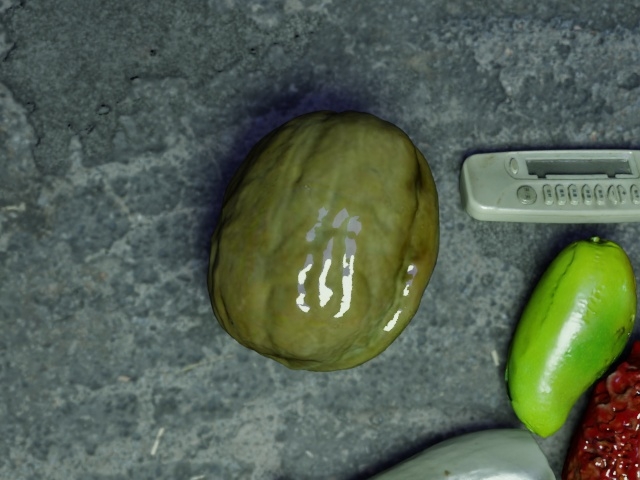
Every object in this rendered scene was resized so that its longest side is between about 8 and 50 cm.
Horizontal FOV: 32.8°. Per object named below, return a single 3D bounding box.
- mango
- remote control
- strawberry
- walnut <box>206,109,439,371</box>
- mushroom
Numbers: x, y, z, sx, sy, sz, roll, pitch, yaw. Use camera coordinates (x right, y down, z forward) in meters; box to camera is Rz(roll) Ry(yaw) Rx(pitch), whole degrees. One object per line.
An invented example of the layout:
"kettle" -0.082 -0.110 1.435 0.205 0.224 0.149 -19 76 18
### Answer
"mango" 0.282 0.108 1.220 0.125 0.111 0.233 18 90 -13
"remote control" 0.277 -0.059 1.258 0.230 0.049 0.090 -1 57 -6
"strawberry" 0.410 0.232 1.168 0.274 0.220 0.274 3 83 -22
"walnut" 0.000 0.000 1.144 0.283 0.227 0.283 -7 75 29
"mushroom" 0.110 0.303 1.187 0.328 0.122 0.159 -10 79 -6
